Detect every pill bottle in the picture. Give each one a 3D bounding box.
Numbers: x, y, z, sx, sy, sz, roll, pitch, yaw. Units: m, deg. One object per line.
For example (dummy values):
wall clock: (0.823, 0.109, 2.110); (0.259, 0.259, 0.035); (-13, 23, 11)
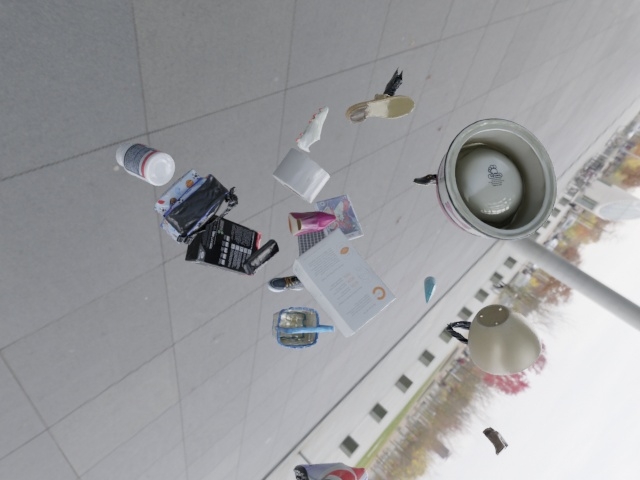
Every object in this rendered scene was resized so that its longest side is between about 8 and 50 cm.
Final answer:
pill bottle: (-0.563, -0.250, 1.408); (0.108, 0.180, 0.108); (-40, 143, -40)

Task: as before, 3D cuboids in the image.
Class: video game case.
video game case: (0.081, -0.092, 1.937); (0.183, 0.201, 0.023); (-18, 173, -32)

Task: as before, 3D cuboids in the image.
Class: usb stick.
usb stick: (-0.257, 0.072, 1.949); (0.077, 0.045, 0.278); (70, 25, -14)

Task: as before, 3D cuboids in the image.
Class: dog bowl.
dog bowl: (0.574, -0.191, 1.496); (0.408, 0.408, 0.150); (-46, -178, -14)

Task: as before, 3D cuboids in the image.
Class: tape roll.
tape roll: (-0.098, -0.323, 2.221); (0.169, 0.246, 0.246); (-53, 157, 1)

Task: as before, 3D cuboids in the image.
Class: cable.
cable: (0.656, 0.426, 2.010); (0.184, 0.151, 0.047); (9, 123, -15)

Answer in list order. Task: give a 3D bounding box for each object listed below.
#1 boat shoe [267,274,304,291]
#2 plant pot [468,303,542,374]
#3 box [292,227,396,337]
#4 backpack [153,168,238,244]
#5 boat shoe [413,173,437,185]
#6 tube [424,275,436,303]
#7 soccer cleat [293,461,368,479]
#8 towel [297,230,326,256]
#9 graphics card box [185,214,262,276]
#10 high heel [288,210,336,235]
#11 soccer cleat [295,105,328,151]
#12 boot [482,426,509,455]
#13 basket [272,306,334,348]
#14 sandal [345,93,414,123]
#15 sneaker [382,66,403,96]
boat shoe: (-0.135, 0.177, 1.909); (0.183, 0.065, 0.083); (2, 152, -34)
plant pot: (0.727, 0.373, 1.800); (0.284, 0.284, 0.191); (-41, 118, -24)
box: (0.083, 0.164, 1.697); (0.215, 0.345, 0.168); (-36, 171, -18)
backpack: (-0.469, -0.109, 1.588); (0.276, 0.213, 0.263); (-46, -177, -27)
boat shoe: (0.401, -0.228, 1.641); (0.133, 0.049, 0.042); (-5, 120, -23)
tube: (0.437, 0.189, 1.760); (0.207, 0.052, 0.080); (-30, 134, -74)
soccer cleat: (0.024, 0.743, 1.378); (0.116, 0.109, 0.318); (-19, 172, -35)
towel: (0.000, 0.000, 2.219); (0.234, 0.284, 0.121); (-11, 141, 3)
graphics card box: (-0.448, 0.025, 2.090); (0.371, 0.094, 0.233); (23, 72, -53)
high heel: (-0.036, -0.064, 1.448); (0.117, 0.082, 0.244); (-9, 179, -15)
soccer cleat: (-0.021, -0.449, 1.782); (0.196, 0.076, 0.068); (-54, -166, 5)
boot: (0.605, 0.698, 1.545); (0.118, 0.087, 0.042); (11, 114, -52)
basket: (-0.099, 0.429, 2.175); (0.254, 0.201, 0.289); (5, 168, -26)
sandal: (0.181, -0.437, 1.405); (0.240, 0.079, 0.088); (-15, 148, -18)
sneaker: (0.331, -0.697, 1.995); (0.089, 0.051, 0.170); (-39, -150, 50)
